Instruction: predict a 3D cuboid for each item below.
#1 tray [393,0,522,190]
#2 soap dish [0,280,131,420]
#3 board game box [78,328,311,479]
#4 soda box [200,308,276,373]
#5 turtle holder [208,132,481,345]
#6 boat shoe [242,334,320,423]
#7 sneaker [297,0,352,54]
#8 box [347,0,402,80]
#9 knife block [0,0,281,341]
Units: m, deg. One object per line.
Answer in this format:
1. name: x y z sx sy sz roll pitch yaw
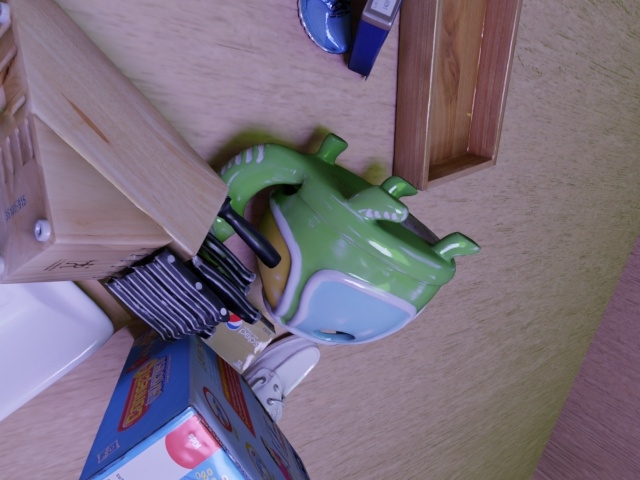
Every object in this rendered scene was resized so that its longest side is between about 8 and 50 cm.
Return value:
1. tray: 0.215 -0.302 0.664 0.203 0.076 0.411 -21 124 -31
2. soap dish: -0.341 0.034 0.343 0.229 0.118 0.291 -38 131 -19
3. board game box: -0.089 0.243 0.453 0.086 0.308 0.302 -34 103 -12
4. soda box: -0.098 0.116 0.546 0.061 0.181 0.058 42 80 1
5. turtle holder: 0.014 0.013 0.544 0.320 0.243 0.227 11 121 -51
6. boat shoe: -0.098 0.257 0.667 0.277 0.096 0.098 -36 130 -21
7. sneaker: 0.011 -0.299 0.496 0.063 0.073 0.162 -34 129 -22
8. box: 0.075 -0.280 0.499 0.036 0.225 0.136 21 96 -2
9. knife block: -0.148 -0.043 0.385 0.242 0.088 0.276 1 69 -59
